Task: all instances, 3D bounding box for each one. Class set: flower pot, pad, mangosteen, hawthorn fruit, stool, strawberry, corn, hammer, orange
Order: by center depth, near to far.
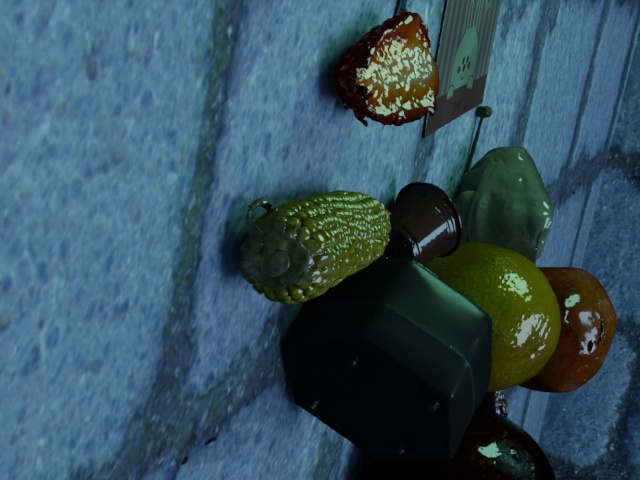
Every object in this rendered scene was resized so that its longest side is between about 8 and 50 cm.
[{"bbox_3d":[0.000,0.000,1.178,0.293,0.106,0.106,-19,123,-71],"label":"corn"},{"bbox_3d":[0.061,-0.181,1.247,0.188,0.082,0.121,-19,103,-56],"label":"strawberry"},{"bbox_3d":[0.077,0.137,1.313,0.141,0.232,0.232,-56,154,-37],"label":"stool"},{"bbox_3d":[0.116,-0.008,1.499,0.089,0.111,0.111,-35,139,-38],"label":"flower pot"},{"bbox_3d":[0.212,-0.270,1.682,0.300,0.005,0.202,-33,135,-62],"label":"pad"},{"bbox_3d":[0.233,0.110,1.682,0.236,0.236,0.236,16,90,-71],"label":"orange"},{"bbox_3d":[0.208,0.388,1.747,0.330,0.330,0.330,16,90,-71],"label":"mangosteen"},{"bbox_3d":[0.250,-0.161,1.854,0.035,0.019,0.110,-20,125,-67],"label":"hammer"},{"bbox_3d":[0.403,0.136,1.957,0.299,0.211,0.211,-21,125,-53],"label":"hawthorn fruit"}]

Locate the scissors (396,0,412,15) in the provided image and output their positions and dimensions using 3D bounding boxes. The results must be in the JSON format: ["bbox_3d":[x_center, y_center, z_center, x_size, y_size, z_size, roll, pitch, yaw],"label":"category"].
[{"bbox_3d":[0.100,-0.281,1.350,0.058,0.014,0.119,26,77,-66],"label":"scissors"}]

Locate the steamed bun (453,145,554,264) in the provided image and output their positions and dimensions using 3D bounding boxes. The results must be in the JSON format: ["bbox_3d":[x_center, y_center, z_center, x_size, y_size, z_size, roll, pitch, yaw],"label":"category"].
[{"bbox_3d":[0.271,-0.035,1.833,0.211,0.144,0.218,93,-9,-52],"label":"steamed bun"}]

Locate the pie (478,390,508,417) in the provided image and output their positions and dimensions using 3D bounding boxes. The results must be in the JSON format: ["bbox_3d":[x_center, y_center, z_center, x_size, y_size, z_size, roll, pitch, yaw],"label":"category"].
[{"bbox_3d":[0.278,0.258,1.906,0.154,0.036,0.154,173,-90,-88],"label":"pie"}]
